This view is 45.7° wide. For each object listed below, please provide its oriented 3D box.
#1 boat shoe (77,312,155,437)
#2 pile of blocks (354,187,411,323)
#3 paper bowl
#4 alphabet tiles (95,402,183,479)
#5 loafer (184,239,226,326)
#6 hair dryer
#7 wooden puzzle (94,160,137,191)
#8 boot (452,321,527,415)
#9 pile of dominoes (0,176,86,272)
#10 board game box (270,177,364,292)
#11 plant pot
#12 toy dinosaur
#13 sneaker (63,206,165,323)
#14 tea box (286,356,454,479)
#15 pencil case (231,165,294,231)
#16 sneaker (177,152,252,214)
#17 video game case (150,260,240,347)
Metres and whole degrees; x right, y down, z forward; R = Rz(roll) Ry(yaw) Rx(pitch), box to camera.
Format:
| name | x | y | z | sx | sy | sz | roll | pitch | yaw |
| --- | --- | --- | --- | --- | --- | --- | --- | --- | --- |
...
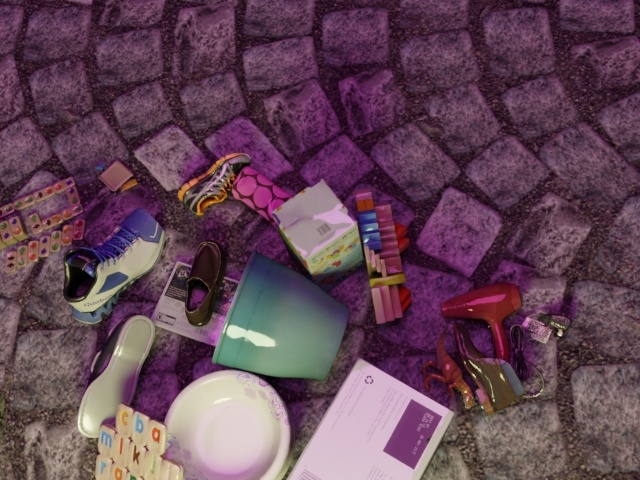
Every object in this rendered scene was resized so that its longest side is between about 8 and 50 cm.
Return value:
| name | x | y | z | sx | sy | sz | roll | pitch | yaw |
| --- | --- | --- | --- | --- | --- | --- | --- | --- | --- |
| boat shoe | -0.489 | 0.317 | 1.803 | 0.114 | 0.091 | 0.303 | 37 | 70 | -27 |
| pile of blocks | 0.161 | 0.023 | 1.813 | 0.112 | 0.149 | 0.362 | -10 | 67 | 3 |
| paper bowl | -0.197 | 0.440 | 1.687 | 0.284 | 0.148 | 0.284 | -2 | 68 | 6 |
| alphabet tiles | -0.400 | 0.508 | 1.658 | 0.284 | 0.021 | 0.278 | 12 | 99 | 40 |
| loafer | -0.282 | 0.096 | 1.847 | 0.080 | 0.078 | 0.220 | 2 | 68 | 8 |
| hair dryer | 0.412 | 0.203 | 1.750 | 0.293 | 0.080 | 0.224 | 28 | 75 | 17 |
| wooden puzzle | -0.549 | -0.172 | 2.045 | 0.078 | 0.014 | 0.116 | -37 | 69 | -13 |
| boot | 0.377 | 0.273 | 1.712 | 0.106 | 0.082 | 0.219 | -22 | 84 | 8 |
| pile of dominoes | -0.747 | -0.047 | 2.002 | 0.251 | 0.040 | 0.196 | -25 | 68 | -3 |
| board game box | 0.000 | 0.000 | 1.771 | 0.144 | 0.275 | 0.142 | -35 | 69 | -8 |
| plant pot | -0.079 | 0.192 | 1.723 | 0.255 | 0.272 | 0.272 | 20 | 71 | -1 |
| toy dinosaur | 0.282 | 0.285 | 1.719 | 0.112 | 0.064 | 0.212 | -23 | 106 | 20 |
| sneaker | -0.517 | 0.050 | 1.861 | 0.127 | 0.182 | 0.315 | 31 | 75 | 15 |
| tea box | 0.094 | 0.458 | 1.551 | 0.220 | 0.323 | 0.329 | 28 | 73 | 15 |
| pencil case | -0.131 | -0.097 | 1.928 | 0.209 | 0.095 | 0.098 | 37 | 88 | 20 |
| sneaker | -0.262 | -0.146 | 1.969 | 0.215 | 0.084 | 0.083 | -37 | 69 | 2 |
| video game case | -0.304 | 0.156 | 1.881 | 0.190 | 0.022 | 0.173 | 17 | 72 | 14 |
